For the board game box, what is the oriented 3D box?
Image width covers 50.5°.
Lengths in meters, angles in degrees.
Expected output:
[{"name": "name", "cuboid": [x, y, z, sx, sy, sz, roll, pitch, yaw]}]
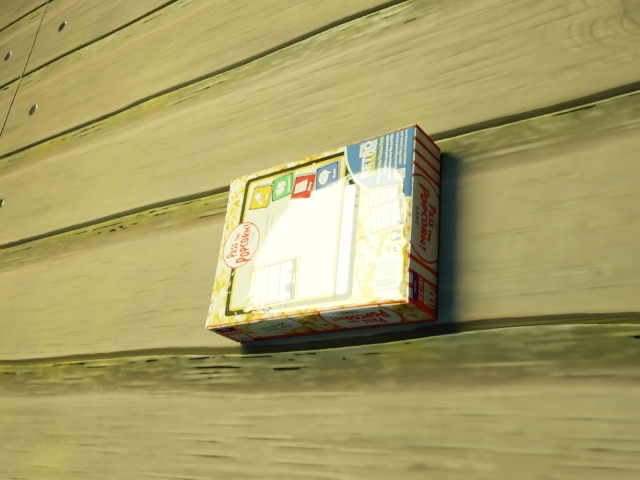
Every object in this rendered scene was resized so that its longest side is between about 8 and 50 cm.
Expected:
[{"name": "board game box", "cuboid": [0.000, 0.000, 0.554, 0.194, 0.045, 0.146, -11, 61, 35]}]
